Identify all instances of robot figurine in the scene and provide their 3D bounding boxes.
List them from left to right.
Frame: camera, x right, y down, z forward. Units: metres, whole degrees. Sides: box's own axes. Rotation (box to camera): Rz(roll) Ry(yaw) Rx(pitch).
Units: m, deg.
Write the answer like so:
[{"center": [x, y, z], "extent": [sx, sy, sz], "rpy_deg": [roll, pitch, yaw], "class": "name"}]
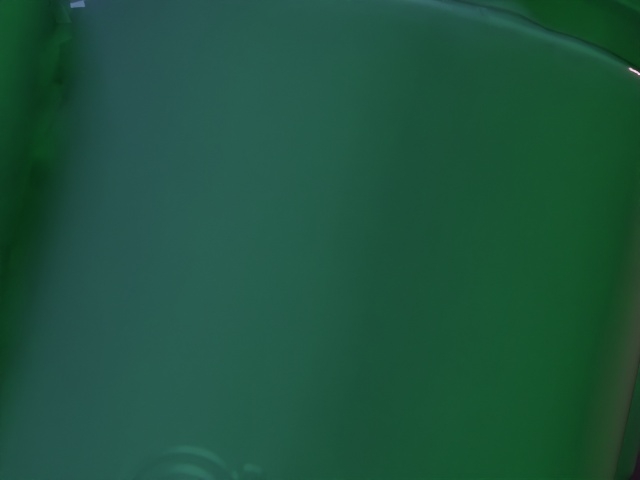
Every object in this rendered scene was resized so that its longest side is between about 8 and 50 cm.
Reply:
[{"center": [0.000, 0.000, 0.499], "extent": [0.300, 0.353, 0.200], "rpy_deg": [14, -4, -40], "class": "robot figurine"}]

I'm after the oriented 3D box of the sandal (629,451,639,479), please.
[{"center": [0.243, 0.010, 0.638], "extent": [0.416, 0.102, 0.169], "rpy_deg": [-29, 20, -34], "class": "sandal"}]
